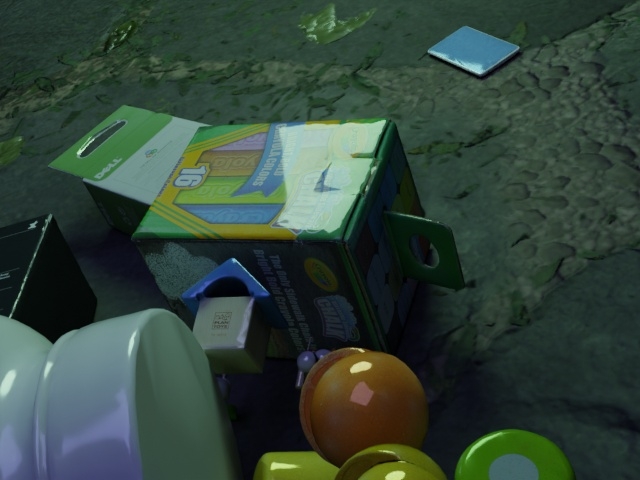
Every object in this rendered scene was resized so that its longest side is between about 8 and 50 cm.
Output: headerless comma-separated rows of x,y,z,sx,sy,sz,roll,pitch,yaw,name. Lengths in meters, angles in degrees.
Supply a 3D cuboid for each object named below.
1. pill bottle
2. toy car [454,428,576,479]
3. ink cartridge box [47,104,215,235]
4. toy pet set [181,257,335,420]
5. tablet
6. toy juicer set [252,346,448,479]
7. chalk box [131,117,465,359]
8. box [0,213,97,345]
-0.259,0.171,0.516,0.407,0.229,0.229,-15,40,6,pill bottle
0.165,0.164,0.412,0.188,0.155,0.149,-13,40,-5,toy car
-0.141,-0.056,0.847,0.209,0.062,0.109,18,54,37,ink cartridge box
-0.054,0.070,0.622,0.122,0.114,0.065,-3,55,18,toy pet set
0.151,-0.188,0.912,0.054,0.006,0.083,-35,41,-16,tablet
0.030,0.195,0.398,0.089,0.209,0.329,11,41,-12,toy juicer set
0.000,0.000,0.671,0.213,0.132,0.132,1,45,23,chalk box
-0.324,0.096,0.711,0.261,0.103,0.184,-16,34,7,box
